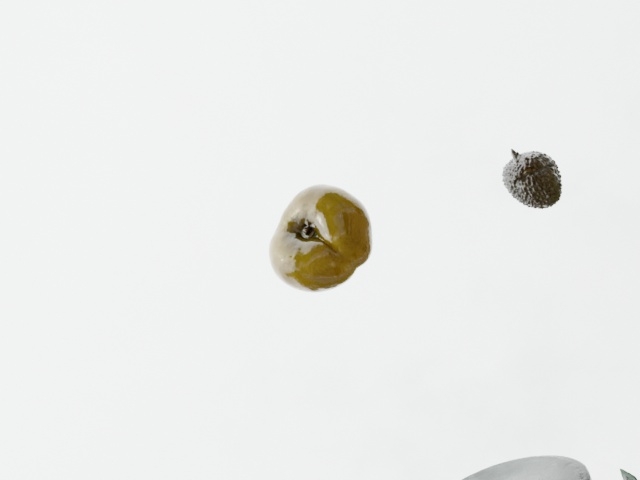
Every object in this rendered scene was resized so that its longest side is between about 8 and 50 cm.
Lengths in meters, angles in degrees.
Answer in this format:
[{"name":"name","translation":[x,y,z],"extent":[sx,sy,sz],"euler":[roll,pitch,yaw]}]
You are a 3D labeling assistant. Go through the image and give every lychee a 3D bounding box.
[{"name":"lychee","translation":[0.251,-0.075,0.886],"extent":[0.067,0.068,0.083],"euler":[-27,-97,-17]}]

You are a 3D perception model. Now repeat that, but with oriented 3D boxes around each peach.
[{"name":"peach","translation":[0.000,0.000,1.183],"extent":[0.103,0.179,0.179],"euler":[30,-93,-52]}]

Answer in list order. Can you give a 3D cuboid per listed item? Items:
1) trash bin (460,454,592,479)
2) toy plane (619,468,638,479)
[{"name":"trash bin","translation":[0.272,0.436,0.879],"extent":[0.203,0.252,0.301],"euler":[-22,-89,-48]},{"name":"toy plane","translation":[0.573,0.423,0.991],"extent":[0.106,0.382,0.155],"euler":[-40,-61,-21]}]
